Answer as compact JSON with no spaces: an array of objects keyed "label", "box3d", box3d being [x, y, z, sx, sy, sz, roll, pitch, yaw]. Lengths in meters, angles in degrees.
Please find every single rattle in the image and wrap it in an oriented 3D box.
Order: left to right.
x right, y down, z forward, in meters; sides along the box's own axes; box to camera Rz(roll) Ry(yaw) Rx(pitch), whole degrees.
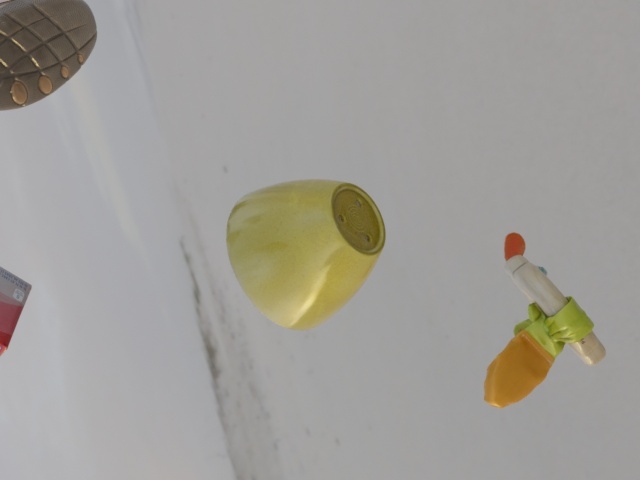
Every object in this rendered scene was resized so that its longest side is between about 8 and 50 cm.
[{"label":"rattle","box3d":[0.215,0.087,1.246,0.130,0.142,0.199,27,-165,-35]}]

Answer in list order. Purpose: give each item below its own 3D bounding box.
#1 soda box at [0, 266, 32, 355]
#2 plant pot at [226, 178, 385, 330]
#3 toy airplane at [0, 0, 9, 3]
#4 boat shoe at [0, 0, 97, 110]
[{"label":"soda box","box3d":[-0.401,0.023,1.011,0.263,0.083,0.092,35,-146,-23]},{"label":"plant pot","box3d":[0.000,0.000,0.972,0.134,0.095,0.134,27,-130,-37]},{"label":"toy airplane","box3d":[-0.507,-0.319,1.444,0.272,0.384,0.386,46,167,6]},{"label":"boat shoe","box3d":[-0.394,-0.195,1.202,0.116,0.324,0.123,34,140,37]}]
